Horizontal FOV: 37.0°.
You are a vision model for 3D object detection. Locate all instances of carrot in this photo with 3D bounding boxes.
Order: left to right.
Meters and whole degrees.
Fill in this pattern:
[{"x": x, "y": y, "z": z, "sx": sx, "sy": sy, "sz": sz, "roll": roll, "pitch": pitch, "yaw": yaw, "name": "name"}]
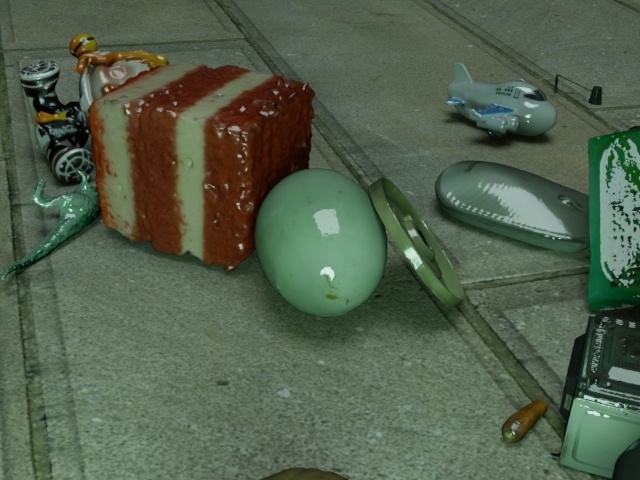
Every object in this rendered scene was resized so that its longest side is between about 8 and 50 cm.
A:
[{"x": 0.269, "y": 0.237, "z": 1.260, "sx": 0.032, "sy": 0.032, "sz": 0.093, "roll": 24, "pitch": 33, "yaw": 33, "name": "carrot"}]

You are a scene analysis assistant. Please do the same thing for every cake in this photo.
[{"x": -0.200, "y": -0.144, "z": 1.639, "sx": 0.319, "sy": 0.270, "sz": 0.269, "roll": 15, "pitch": 31, "yaw": 20, "name": "cake"}]

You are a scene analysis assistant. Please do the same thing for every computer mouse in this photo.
[{"x": 0.371, "y": -0.076, "z": 1.765, "sx": 0.330, "sy": 0.095, "sz": 0.197, "roll": 19, "pitch": 37, "yaw": 26, "name": "computer mouse"}]

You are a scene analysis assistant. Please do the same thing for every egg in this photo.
[{"x": 0.000, "y": 0.000, "z": 1.473, "sx": 0.202, "sy": 0.203, "sz": 0.283, "roll": -1, "pitch": 35, "yaw": -8, "name": "egg"}]

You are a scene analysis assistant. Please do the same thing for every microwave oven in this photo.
[{"x": 0.400, "y": 0.199, "z": 1.239, "sx": 0.163, "sy": 0.129, "sz": 0.205, "roll": 13, "pitch": 30, "yaw": 13, "name": "microwave oven"}]

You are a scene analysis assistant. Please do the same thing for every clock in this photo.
[{"x": 0.152, "y": 0.002, "z": 1.492, "sx": 0.029, "sy": 0.235, "sz": 0.235, "roll": -35, "pitch": 28, "yaw": 12, "name": "clock"}]

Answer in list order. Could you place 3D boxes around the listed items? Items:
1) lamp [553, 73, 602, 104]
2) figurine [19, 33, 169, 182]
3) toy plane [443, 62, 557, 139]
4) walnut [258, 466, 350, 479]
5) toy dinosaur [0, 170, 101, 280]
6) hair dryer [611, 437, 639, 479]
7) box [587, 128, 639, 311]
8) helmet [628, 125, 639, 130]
[{"x": 0.636, "y": -0.373, "z": 2.353, "sx": 0.121, "sy": 0.054, "sz": 0.041, "roll": 15, "pitch": 31, "yaw": 19, "name": "lamp"}, {"x": -0.409, "y": -0.260, "z": 1.906, "sx": 0.323, "sy": 0.196, "sz": 0.320, "roll": -17, "pitch": 77, "yaw": -18, "name": "figurine"}, {"x": 0.407, "y": -0.310, "z": 2.154, "sx": 0.266, "sy": 0.123, "sz": 0.267, "roll": 4, "pitch": 31, "yaw": -2, "name": "toy plane"}, {"x": -0.038, "y": 0.328, "z": 0.868, "sx": 0.248, "sy": 0.248, "sz": 0.248, "roll": 3, "pitch": 29, "yaw": -1, "name": "walnut"}, {"x": -0.467, "y": -0.052, "z": 1.642, "sx": 0.129, "sy": 0.076, "sz": 0.383, "roll": 35, "pitch": 43, "yaw": 6, "name": "toy dinosaur"}, {"x": 0.279, "y": 0.283, "z": 1.064, "sx": 0.302, "sy": 0.116, "sz": 0.244, "roll": 4, "pitch": 44, "yaw": 26, "name": "hair dryer"}, {"x": 0.579, "y": -0.030, "z": 1.564, "sx": 0.264, "sy": 0.106, "sz": 0.337, "roll": -6, "pitch": 57, "yaw": 26, "name": "box"}, {"x": 0.712, "y": -0.223, "z": 2.091, "sx": 0.089, "sy": 0.057, "sz": 0.111, "roll": -9, "pitch": 31, "yaw": -25, "name": "helmet"}]
